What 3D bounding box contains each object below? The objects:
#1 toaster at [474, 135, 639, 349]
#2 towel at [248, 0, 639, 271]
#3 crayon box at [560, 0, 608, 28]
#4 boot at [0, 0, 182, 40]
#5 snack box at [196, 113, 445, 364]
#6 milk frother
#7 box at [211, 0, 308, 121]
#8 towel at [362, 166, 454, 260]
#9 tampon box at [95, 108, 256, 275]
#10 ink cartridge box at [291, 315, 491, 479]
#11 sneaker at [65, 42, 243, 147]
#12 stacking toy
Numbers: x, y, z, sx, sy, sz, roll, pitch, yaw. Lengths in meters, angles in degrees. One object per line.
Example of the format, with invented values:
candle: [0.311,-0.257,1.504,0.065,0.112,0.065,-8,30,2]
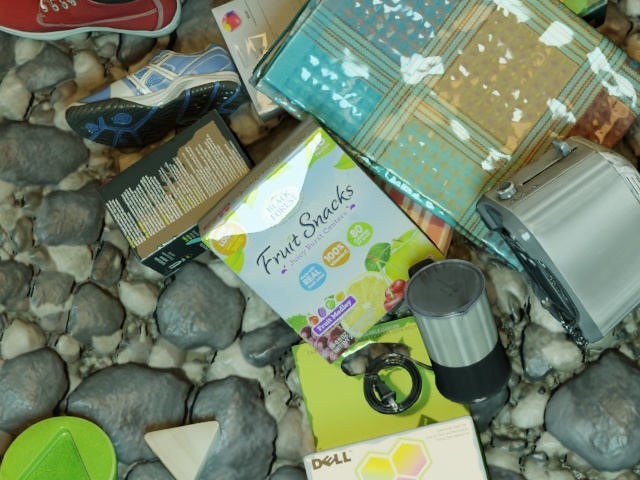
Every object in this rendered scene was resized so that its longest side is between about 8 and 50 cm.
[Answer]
toaster: [0.282,0.000,1.523,0.146,0.129,0.227,-39,113,-3]
towel: [0.148,-0.172,1.557,0.370,0.040,0.271,35,97,-8]
crayon box: [0.158,-0.339,1.643,0.202,0.081,0.319,-30,77,3]
boot: [-0.296,-0.292,1.652,0.244,0.176,0.088,2,82,10]
snack box: [0.000,0.000,1.544,0.174,0.070,0.207,-44,108,5]
milk frother: [0.108,0.105,1.491,0.143,0.135,0.129,-39,42,-20]
box: [-0.013,-0.241,1.673,0.186,0.038,0.145,-25,77,2]
towel: [0.058,-0.037,1.635,0.197,0.029,0.144,18,84,8]
tampon box: [-0.147,-0.050,1.616,0.161,0.120,0.101,-33,78,1]
ink cartridge box: [0.074,0.213,1.552,0.188,0.097,0.255,-15,79,6]
sneaker: [-0.193,-0.169,1.677,0.211,0.080,0.081,-12,57,5]
stacking toy: [-0.228,0.346,1.595,0.308,0.130,0.280,-1,54,5]
